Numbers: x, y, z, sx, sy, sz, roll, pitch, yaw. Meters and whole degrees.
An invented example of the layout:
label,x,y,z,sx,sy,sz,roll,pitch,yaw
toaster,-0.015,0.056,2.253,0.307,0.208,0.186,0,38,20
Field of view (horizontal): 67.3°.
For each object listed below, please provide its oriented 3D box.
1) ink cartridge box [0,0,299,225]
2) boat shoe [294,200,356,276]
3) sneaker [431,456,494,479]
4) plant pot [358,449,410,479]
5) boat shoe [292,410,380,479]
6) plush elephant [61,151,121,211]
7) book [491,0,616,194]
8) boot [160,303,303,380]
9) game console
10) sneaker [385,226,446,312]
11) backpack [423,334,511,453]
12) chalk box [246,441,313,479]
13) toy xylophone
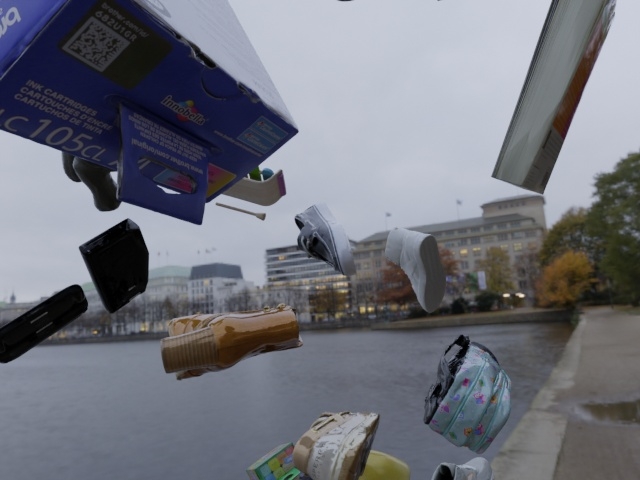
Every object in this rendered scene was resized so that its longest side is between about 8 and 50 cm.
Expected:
label,x,y,z,sx,sy,sz,roll,pitch,yaw
ink cartridge box,-0.186,-0.206,0.462,0.151,0.395,0.270,-36,-23,16
boat shoe,0.000,0.000,1.083,0.102,0.108,0.301,-20,31,-4
sneaker,0.369,0.628,1.269,0.262,0.121,0.099,-16,-1,-45
plant pot,0.105,0.491,0.994,0.095,0.134,0.134,39,-14,-1
boat shoe,0.017,0.184,0.446,0.059,0.063,0.170,16,-11,16
plush elephant,-0.467,-0.268,1.056,0.272,0.255,0.330,-26,-39,12
book,0.182,-0.109,0.368,0.035,0.144,0.096,25,14,32
boot,-0.141,0.164,0.800,0.211,0.104,0.295,-9,-6,-14
game console,-0.520,0.116,1.018,0.361,0.044,0.213,-40,-28,-35
sneaker,0.299,0.085,1.539,0.108,0.292,0.169,-31,33,-27
backpack,0.228,0.241,0.747,0.115,0.152,0.182,23,9,18
chalk box,-0.116,0.680,1.391,0.132,0.132,0.213,-25,-16,-28
toy xylophone,-0.270,-0.186,1.576,0.323,0.081,0.236,21,-31,8
